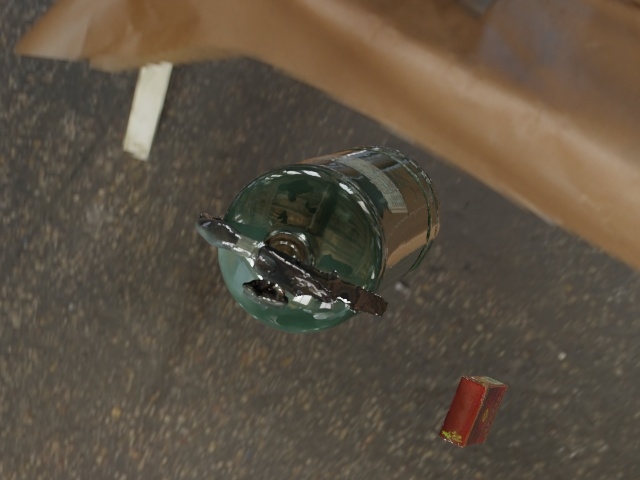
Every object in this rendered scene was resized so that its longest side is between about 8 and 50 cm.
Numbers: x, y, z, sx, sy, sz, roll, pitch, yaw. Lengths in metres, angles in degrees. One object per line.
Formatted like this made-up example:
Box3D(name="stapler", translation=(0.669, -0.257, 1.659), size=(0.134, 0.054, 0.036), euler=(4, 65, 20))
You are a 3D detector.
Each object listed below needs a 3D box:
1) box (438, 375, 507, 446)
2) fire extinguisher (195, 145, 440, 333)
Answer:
Box3D(name="box", translation=(0.120, 0.133, 1.241), size=(0.023, 0.082, 0.051), euler=(22, 92, 18))
Box3D(name="fire extinguisher", translation=(0.000, 0.000, 0.871), size=(0.118, 0.294, 0.093), euler=(21, 100, 9))
